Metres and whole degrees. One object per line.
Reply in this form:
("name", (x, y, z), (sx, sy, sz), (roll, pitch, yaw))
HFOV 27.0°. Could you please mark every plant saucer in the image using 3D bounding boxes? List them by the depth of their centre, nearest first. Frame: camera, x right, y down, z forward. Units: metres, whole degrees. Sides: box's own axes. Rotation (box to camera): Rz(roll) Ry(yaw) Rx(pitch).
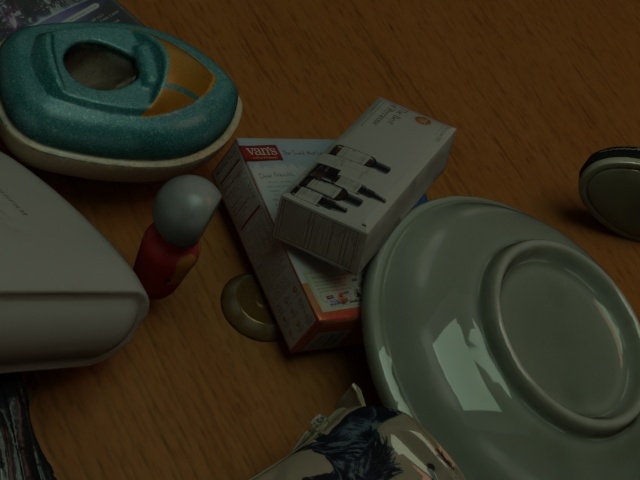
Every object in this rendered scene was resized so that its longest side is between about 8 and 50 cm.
("plant saucer", (-0.061, 0.065, 1.374), (0.083, 0.015, 0.083), (13, 50, -17))
("plant saucer", (0.230, 0.113, 1.374), (0.400, 0.100, 0.400), (19, 52, -27))

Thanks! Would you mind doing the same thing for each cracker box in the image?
("cracker box", (0.000, 0.000, 1.408), (0.156, 0.067, 0.232), (-2, 57, -38))

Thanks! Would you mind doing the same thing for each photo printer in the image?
("photo printer", (-0.303, 0.007, 1.154), (0.256, 0.107, 0.307), (40, 14, 22))

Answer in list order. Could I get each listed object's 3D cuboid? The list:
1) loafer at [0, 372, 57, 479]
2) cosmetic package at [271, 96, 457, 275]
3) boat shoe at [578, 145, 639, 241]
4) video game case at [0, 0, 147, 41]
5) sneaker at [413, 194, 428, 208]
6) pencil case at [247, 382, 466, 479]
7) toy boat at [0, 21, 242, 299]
("loafer", (-0.287, 0.168, 1.140), (0.078, 0.076, 0.223), (-6, 61, -41))
("cosmetic package", (0.050, -0.063, 1.381), (0.099, 0.060, 0.239), (26, 39, 13))
("boat shoe", (0.456, -0.069, 1.660), (0.340, 0.127, 0.113), (11, 50, -21))
("video game case", (-0.300, -0.230, 1.476), (0.274, 0.026, 0.196), (41, 48, 9))
("sneaker", (0.099, -0.015, 1.480), (0.082, 0.069, 0.209), (0, 55, -31))
("pencil case", (-0.064, 0.280, 1.110), (0.410, 0.160, 0.183), (-24, 58, -38))
("toy boat", (-0.176, -0.103, 1.319), (0.268, 0.148, 0.318), (-4, 55, -30))
